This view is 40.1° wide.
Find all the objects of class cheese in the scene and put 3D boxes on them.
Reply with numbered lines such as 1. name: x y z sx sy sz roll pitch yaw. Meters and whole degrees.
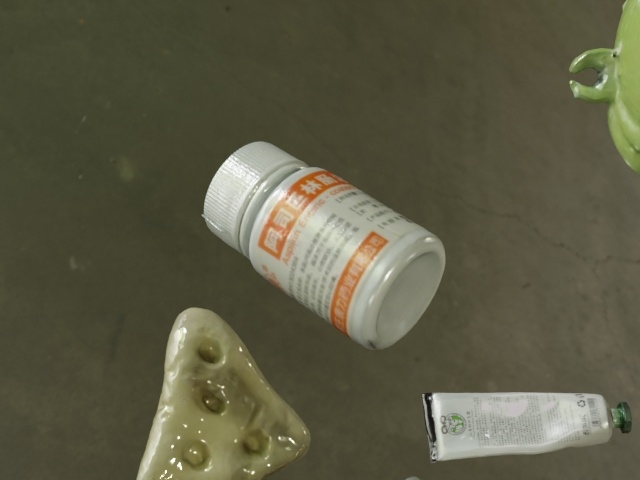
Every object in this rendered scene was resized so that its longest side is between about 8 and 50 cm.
1. cheese: -0.236 0.338 1.624 0.328 0.129 0.351 -38 94 -11

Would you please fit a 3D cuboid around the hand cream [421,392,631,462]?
1. hand cream: 0.342 0.303 1.464 0.336 0.076 0.121 -4 56 5

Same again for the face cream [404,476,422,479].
1. face cream: 0.198 0.385 0.956 0.314 0.089 0.143 36 -1 26

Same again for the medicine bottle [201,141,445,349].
1. medicine bottle: 0.000 0.000 0.959 0.252 0.144 0.144 32 32 31

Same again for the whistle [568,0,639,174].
1. whistle: 0.258 -0.083 0.368 0.141 0.294 0.141 -3 90 -69
